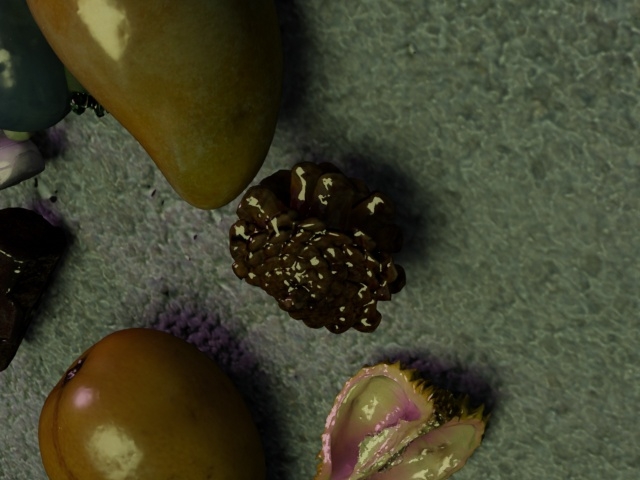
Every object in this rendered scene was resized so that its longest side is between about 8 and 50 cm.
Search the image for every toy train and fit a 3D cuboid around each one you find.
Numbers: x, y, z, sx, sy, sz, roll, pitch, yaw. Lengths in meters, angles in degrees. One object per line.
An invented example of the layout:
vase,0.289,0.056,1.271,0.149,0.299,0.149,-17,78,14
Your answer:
toy train,-0.214,-0.174,1.330,0.038,0.148,0.071,12,118,20

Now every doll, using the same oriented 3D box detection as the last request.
doll,-0.342,-0.210,1.375,0.258,0.154,0.228,4,115,46

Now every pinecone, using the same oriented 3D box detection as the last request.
pinecone,-0.002,0.003,1.266,0.179,0.195,0.150,32,91,-16

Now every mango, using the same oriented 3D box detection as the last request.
mango,-0.154,-0.214,1.213,0.199,0.221,0.384,-19,97,35
mango,-0.182,0.277,1.520,0.264,0.221,0.378,-9,118,35

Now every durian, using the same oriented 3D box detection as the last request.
durian,0.080,0.210,1.353,0.165,0.132,0.182,22,115,10

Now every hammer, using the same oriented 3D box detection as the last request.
hammer,-0.532,-0.010,1.625,0.409,0.095,0.242,29,132,0

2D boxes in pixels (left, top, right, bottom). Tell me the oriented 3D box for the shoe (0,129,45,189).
shoe,-0.423,-0.135,1.532,0.245,0.095,0.138,12,124,41
